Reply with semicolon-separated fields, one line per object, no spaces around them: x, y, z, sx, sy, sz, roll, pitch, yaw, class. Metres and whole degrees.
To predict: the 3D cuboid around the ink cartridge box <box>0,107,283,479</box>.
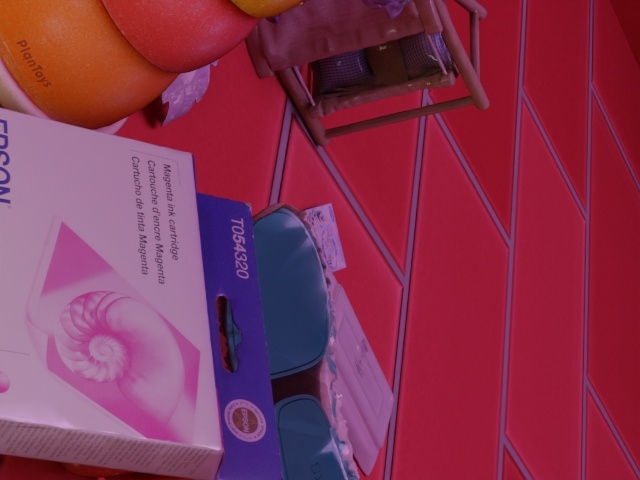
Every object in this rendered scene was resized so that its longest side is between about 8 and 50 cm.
-0.178;0.049;1.634;0.330;0.071;0.324;11;52;-27;ink cartridge box

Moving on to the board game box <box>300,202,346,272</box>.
0.000;0.000;2.411;0.090;0.020;0.090;-17;94;-65;board game box

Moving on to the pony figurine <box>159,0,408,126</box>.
-0.078;-0.335;2.067;0.303;0.363;0.351;-77;163;-59;pony figurine

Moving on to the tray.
0.040;0.166;2.385;0.145;0.030;0.270;-73;147;-46;tray

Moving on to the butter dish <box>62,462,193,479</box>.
-0.208;0.163;1.713;0.118;0.160;0.160;-16;94;-44;butter dish

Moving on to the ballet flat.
-0.050;0.162;2.094;0.147;0.147;0.409;-19;102;-67;ballet flat

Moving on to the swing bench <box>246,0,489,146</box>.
0.058;-0.273;2.388;0.255;0.253;0.165;46;38;-51;swing bench

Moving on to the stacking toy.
-0.094;-0.301;1.746;0.350;0.479;0.351;-12;90;-68;stacking toy
